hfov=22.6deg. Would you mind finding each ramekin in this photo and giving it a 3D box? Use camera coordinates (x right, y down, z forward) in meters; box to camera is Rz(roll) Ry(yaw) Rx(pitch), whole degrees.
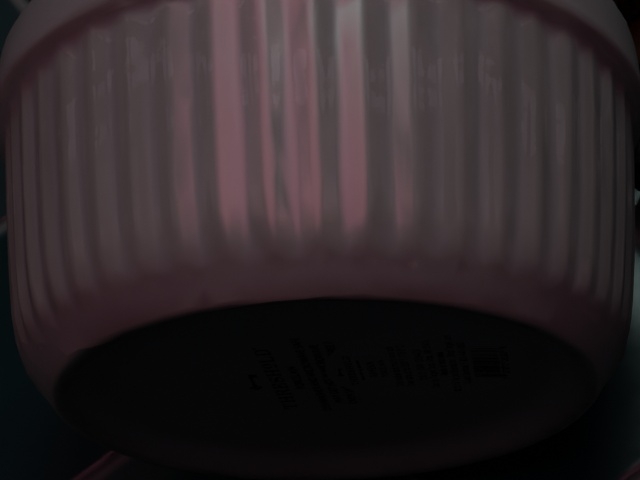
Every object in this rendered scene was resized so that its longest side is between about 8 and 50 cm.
[{"bbox_3d":[0.000,0.000,0.497,0.207,0.207,0.109,-6,64,10],"label":"ramekin"}]

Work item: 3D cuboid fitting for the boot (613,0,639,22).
[{"bbox_3d":[0.067,-0.103,0.602,0.158,0.059,0.084,-37,51,-10],"label":"boot"}]

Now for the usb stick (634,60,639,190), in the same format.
[{"bbox_3d":[0.173,-0.144,0.570,0.077,0.045,0.278,14,90,14],"label":"usb stick"}]

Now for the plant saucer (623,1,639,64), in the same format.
[{"bbox_3d":[0.084,-0.090,0.640,0.169,0.029,0.168,-6,56,9],"label":"plant saucer"}]
